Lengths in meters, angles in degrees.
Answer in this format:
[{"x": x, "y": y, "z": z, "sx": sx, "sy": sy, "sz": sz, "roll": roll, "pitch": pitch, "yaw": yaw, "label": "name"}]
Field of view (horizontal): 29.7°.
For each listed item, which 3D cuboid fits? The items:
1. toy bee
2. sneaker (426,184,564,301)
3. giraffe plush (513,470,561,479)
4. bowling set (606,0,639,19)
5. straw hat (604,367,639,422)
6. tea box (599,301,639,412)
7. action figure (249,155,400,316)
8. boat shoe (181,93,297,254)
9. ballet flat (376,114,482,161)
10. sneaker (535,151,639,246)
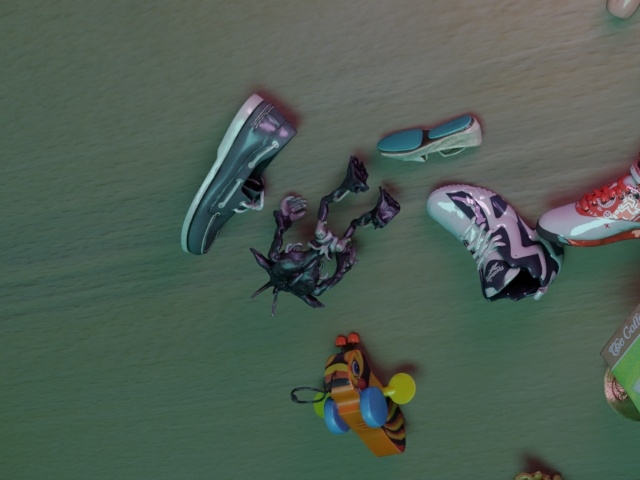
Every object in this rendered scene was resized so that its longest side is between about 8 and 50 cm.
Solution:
[{"x": 0.070, "y": 0.253, "z": 2.107, "sx": 0.195, "sy": 0.162, "sz": 0.298, "roll": -1, "pitch": 147, "yaw": 12, "label": "toy bee"}, {"x": 0.259, "y": 0.014, "z": 1.853, "sx": 0.235, "sy": 0.153, "sz": 0.094, "roll": 35, "pitch": 126, "yaw": -5, "label": "sneaker"}, {"x": 0.378, "y": 0.498, "z": 2.156, "sx": 0.210, "sy": 0.181, "sz": 0.170, "roll": 52, "pitch": 120, "yaw": 25, "label": "giraffe plush"}, {"x": 0.532, "y": -0.294, "z": 1.563, "sx": 0.287, "sy": 0.199, "sz": 0.154, "roll": 54, "pitch": 132, "yaw": 35, "label": "bowling set"}, {"x": 0.538, "y": 0.234, "z": 1.953, "sx": 0.144, "sy": 0.145, "sz": 0.061, "roll": -19, "pitch": 153, "yaw": 29, "label": "straw hat"}, {"x": 0.626, "y": 0.167, "z": 1.687, "sx": 0.220, "sy": 0.324, "sz": 0.329, "roll": -1, "pitch": 136, "yaw": -32, "label": "tea box"}, {"x": 0.000, "y": 0.000, "z": 1.952, "sx": 0.164, "sy": 0.141, "sz": 0.275, "roll": 42, "pitch": 111, "yaw": -13, "label": "action figure"}, {"x": -0.135, "y": -0.085, "z": 1.957, "sx": 0.099, "sy": 0.116, "sz": 0.319, "roll": 31, "pitch": 123, "yaw": 3, "label": "boat shoe"}, {"x": 0.167, "y": -0.144, "z": 1.843, "sx": 0.168, "sy": 0.057, "sz": 0.052, "roll": -12, "pitch": 127, "yaw": 27, "label": "ballet flat"}, {"x": 0.449, "y": -0.072, "z": 1.767, "sx": 0.270, "sy": 0.090, "sz": 0.145, "roll": 0, "pitch": 121, "yaw": 16, "label": "sneaker"}]
